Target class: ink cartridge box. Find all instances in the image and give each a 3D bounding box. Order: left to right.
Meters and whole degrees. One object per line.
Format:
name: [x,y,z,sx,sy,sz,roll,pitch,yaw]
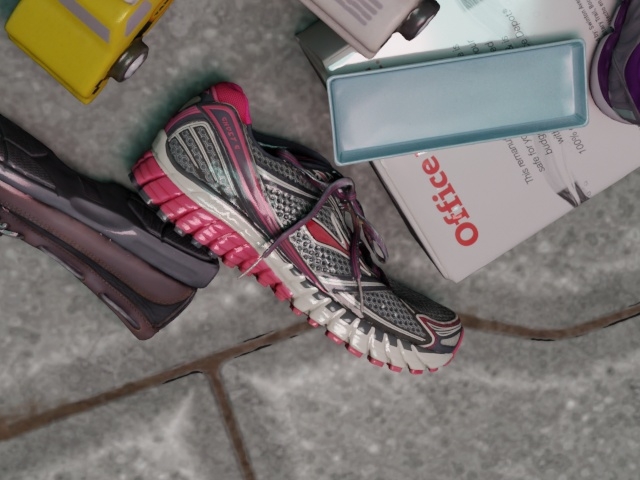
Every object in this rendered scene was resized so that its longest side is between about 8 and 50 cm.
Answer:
ink cartridge box: [0.156,-0.138,1.236,0.289,0.121,0.211,-32,112,-1]

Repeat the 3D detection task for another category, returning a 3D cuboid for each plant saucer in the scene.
plant saucer: [0.099,-0.101,1.160,0.192,0.018,0.067,-9,111,-9]

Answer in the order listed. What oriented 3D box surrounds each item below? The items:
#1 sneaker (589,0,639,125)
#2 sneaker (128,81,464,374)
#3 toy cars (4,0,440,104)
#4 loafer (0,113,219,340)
sneaker: [0.258,-0.182,1.127,0.083,0.098,0.224,6,105,-16]
sneaker: [0.000,0.000,1.250,0.299,0.121,0.112,36,95,-22]
toy cars: [-0.040,-0.202,1.105,0.393,0.087,0.176,-8,95,8]
loafer: [-0.219,-0.019,1.201,0.302,0.109,0.095,30,104,-24]
